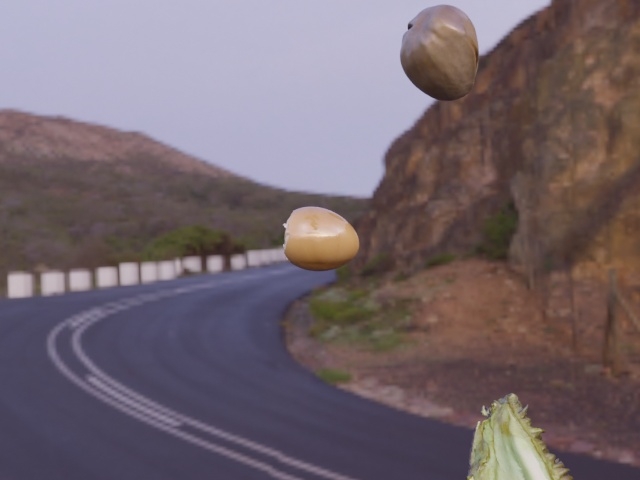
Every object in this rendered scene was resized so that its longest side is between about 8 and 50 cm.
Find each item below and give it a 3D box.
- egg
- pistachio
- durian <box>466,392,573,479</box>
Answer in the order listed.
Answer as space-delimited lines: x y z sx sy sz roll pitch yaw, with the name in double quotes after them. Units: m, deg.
0.000 0.000 1.373 0.096 0.080 0.080 13 -1 2 "egg"
0.180 -0.272 1.634 0.124 0.124 0.185 -4 -22 23 "pistachio"
0.184 0.344 1.079 0.198 0.394 0.163 11 -19 -29 "durian"
